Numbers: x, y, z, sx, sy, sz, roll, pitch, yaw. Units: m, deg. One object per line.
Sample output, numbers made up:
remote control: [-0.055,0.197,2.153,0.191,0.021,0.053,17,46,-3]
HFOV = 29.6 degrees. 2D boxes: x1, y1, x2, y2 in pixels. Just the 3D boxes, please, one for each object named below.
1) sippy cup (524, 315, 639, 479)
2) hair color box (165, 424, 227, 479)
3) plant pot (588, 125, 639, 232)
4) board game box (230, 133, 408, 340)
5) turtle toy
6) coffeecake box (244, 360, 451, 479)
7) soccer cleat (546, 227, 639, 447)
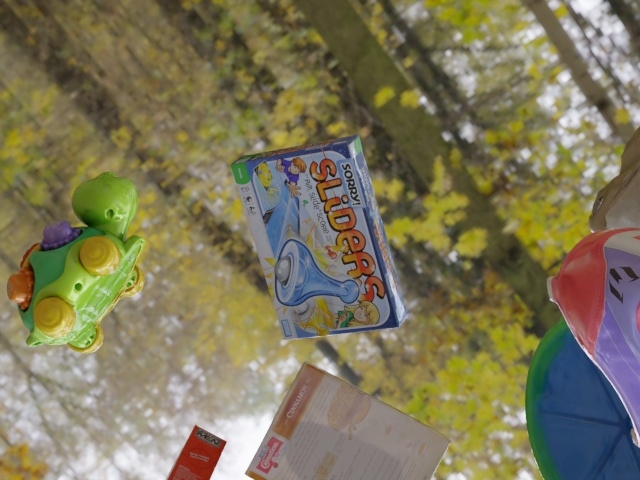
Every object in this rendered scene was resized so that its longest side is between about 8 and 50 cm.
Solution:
sippy cup: [0.358,0.163,1.180,0.224,0.240,0.305,-7,163,-35]
hair color box: [-0.149,0.270,1.288,0.072,0.043,0.141,-61,-177,33]
plant pot: [0.485,-0.029,1.346,0.334,0.305,0.334,-57,177,-5]
board game box: [0.000,0.000,1.245,0.136,0.201,0.035,-9,-163,26]
turtle toy: [-0.162,0.015,0.816,0.130,0.066,0.095,-56,168,-10]
coffeecake box: [0.031,0.240,1.356,0.142,0.185,0.068,-62,175,-3]
soccer cleat: [0.219,0.093,0.679,0.083,0.248,0.095,-43,-158,-15]
